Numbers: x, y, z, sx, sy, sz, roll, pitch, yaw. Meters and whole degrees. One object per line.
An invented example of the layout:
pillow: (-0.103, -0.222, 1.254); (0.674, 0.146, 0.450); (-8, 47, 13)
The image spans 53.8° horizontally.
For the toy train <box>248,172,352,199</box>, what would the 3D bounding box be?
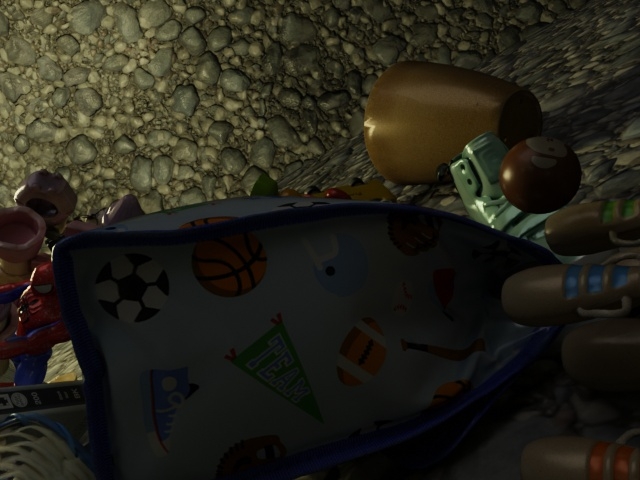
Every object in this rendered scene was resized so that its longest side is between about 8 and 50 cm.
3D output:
toy train: (-0.038, -0.049, 0.895); (0.105, 0.144, 0.248); (-60, 0, -13)

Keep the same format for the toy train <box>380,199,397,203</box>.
toy train: (0.072, 0.002, 0.953); (0.105, 0.080, 0.184); (-44, 8, 33)

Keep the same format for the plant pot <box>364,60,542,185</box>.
plant pot: (0.248, -0.202, 1.116); (0.237, 0.237, 0.254); (-38, 30, -26)

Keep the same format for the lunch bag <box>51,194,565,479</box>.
lunch bag: (-0.019, 0.069, 0.597); (0.386, 0.238, 0.328); (-12, 6, -18)

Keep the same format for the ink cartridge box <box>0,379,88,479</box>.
ink cartridge box: (-0.341, 0.217, 0.591); (0.206, 0.045, 0.208); (-47, -23, 13)

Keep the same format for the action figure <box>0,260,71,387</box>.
action figure: (-0.317, 0.112, 0.609); (0.139, 0.091, 0.280); (-3, -37, -42)

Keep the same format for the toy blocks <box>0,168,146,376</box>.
toy blocks: (-0.275, 0.011, 0.810); (0.260, 0.289, 0.308); (118, 159, -46)

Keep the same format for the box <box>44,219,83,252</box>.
box: (-0.413, 0.101, 1.222); (0.073, 0.295, 0.293); (-33, 14, -16)

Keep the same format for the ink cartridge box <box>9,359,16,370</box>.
ink cartridge box: (-0.538, 0.309, 1.004); (0.100, 0.171, 0.237); (-28, 14, 13)

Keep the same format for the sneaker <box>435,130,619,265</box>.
sneaker: (0.211, -0.042, 0.696); (0.094, 0.151, 0.256); (-30, 15, -4)

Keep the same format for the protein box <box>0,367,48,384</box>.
protein box: (-0.435, 0.281, 0.803); (0.199, 0.136, 0.201); (-63, 20, -8)

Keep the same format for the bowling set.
bowling set: (0.210, 0.019, 0.406); (0.154, 0.199, 0.287); (-14, 25, 43)

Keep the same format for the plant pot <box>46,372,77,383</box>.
plant pot: (-0.581, 0.350, 1.253); (0.236, 0.032, 0.236); (-30, 14, 8)

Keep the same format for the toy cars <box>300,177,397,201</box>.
toy cars: (0.000, 0.000, 1.127); (0.177, 0.087, 0.393); (16, 37, 20)

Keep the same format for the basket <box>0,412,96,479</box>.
basket: (-0.274, 0.270, 0.514); (0.255, 0.201, 0.289); (-38, 11, -13)
